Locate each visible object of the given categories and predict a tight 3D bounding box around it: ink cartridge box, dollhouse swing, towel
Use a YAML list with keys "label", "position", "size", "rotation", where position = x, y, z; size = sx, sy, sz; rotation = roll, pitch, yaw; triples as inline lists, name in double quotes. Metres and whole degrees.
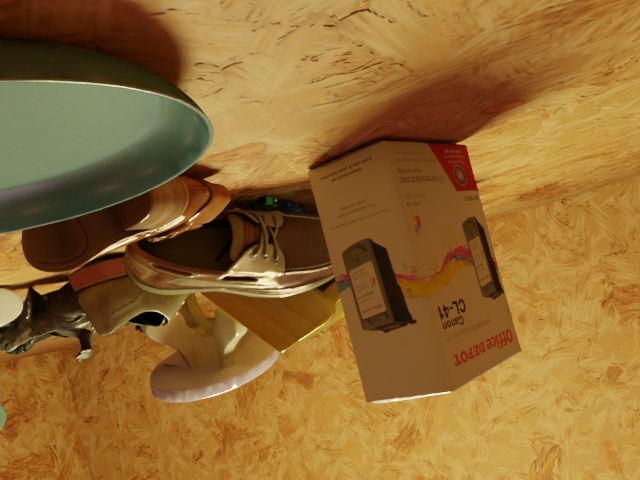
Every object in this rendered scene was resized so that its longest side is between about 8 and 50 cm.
- label: "ink cartridge box"
  position: [0.130, 0.032, 0.878]
  size: [0.131, 0.306, 0.226]
  rotation: [-20, 173, 38]
- label: "dollhouse swing"
  position: [0.000, 0.000, 1.190]
  size: [0.304, 0.315, 0.347]
  rotation: [-58, 166, 13]
- label: "towel"
  position: [-0.063, -0.039, 1.059]
  size: [0.067, 0.029, 0.119]
  rotation: [-16, 174, 12]

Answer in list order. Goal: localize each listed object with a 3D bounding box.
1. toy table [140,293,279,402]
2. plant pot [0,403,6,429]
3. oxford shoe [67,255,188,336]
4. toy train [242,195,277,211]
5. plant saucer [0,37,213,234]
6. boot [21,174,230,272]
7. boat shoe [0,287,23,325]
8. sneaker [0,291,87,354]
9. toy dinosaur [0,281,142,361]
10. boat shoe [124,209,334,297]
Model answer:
- label: "toy table"
  position: [-0.211, 0.180, 1.293]
  size: [0.252, 0.160, 0.274]
  rotation: [12, -153, 38]
- label: "plant pot"
  position: [-0.678, 0.292, 1.149]
  size: [0.293, 0.196, 0.293]
  rotation: [-26, -156, 13]
- label: "oxford shoe"
  position: [-0.290, 0.093, 1.192]
  size: [0.123, 0.130, 0.348]
  rotation: [-22, 173, 31]
- label: "toy train"
  position: [-0.093, -0.047, 0.972]
  size: [0.024, 0.017, 0.083]
  rotation: [2, 164, -39]
- label: "plant saucer"
  position: [-0.231, -0.055, 0.437]
  size: [0.318, 0.043, 0.317]
  rotation: [-15, 174, -2]
- label: "boot"
  position: [-0.204, -0.018, 0.717]
  size: [0.197, 0.072, 0.152]
  rotation: [-15, 179, 23]
- label: "boat shoe"
  position: [-0.568, 0.113, 1.048]
  size: [0.063, 0.066, 0.184]
  rotation: [6, -165, 37]
- label: "sneaker"
  position: [-0.554, 0.151, 1.380]
  size: [0.268, 0.101, 0.106]
  rotation: [-19, -165, 22]
- label: "toy dinosaur"
  position: [-0.415, 0.116, 1.205]
  size: [0.314, 0.160, 0.121]
  rotation: [-26, 150, -47]
- label: "boat shoe"
  position: [-0.107, 0.014, 0.926]
  size: [0.324, 0.122, 0.120]
  rotation: [-6, 162, -13]
